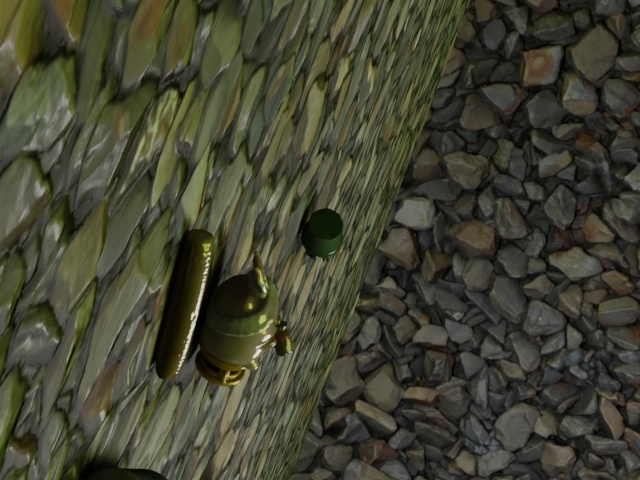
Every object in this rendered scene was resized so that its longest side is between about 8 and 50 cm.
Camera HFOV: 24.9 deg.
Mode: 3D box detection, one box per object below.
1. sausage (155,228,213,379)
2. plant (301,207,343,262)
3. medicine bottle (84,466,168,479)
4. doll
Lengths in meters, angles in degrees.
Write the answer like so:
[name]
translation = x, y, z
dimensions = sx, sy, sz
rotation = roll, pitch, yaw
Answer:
[sausage]
translation = -0.101, 0.050, 1.065
dimensions = 0.024, 0.024, 0.132
rotation = -60, 168, -58
[plant]
translation = 0.000, 0.000, 1.689
dimensions = 0.102, 0.051, 0.051
rotation = 111, 2, -68
[medicine bottle]
translation = -0.142, 0.188, 1.021
dimensions = 0.199, 0.058, 0.057
rotation = 72, 40, -79
[doll]
translation = -0.058, 0.070, 1.229
dimensions = 0.127, 0.084, 0.073
rotation = -64, 179, 36
